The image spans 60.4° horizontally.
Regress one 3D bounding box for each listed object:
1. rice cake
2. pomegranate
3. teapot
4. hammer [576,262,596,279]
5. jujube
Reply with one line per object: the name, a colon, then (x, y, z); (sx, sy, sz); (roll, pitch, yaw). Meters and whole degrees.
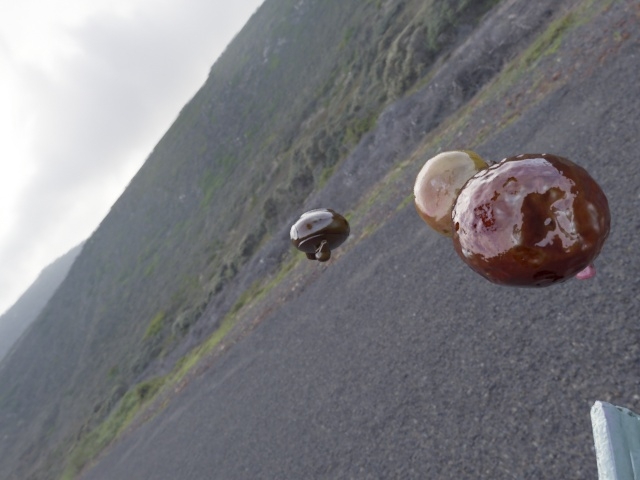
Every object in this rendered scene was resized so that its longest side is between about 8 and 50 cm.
rice cake: (0.444, 0.338, 0.784); (0.038, 0.124, 0.211); (-52, 21, 47)
pomegranate: (0.290, -0.098, 1.159); (0.191, 0.191, 0.191); (-50, 10, 12)
teapot: (0.000, 0.000, 0.912); (0.129, 0.098, 0.078); (121, 142, -68)
hammer: (0.515, 0.036, 1.089); (0.043, 0.083, 0.043); (-14, -13, -3)
jujube: (0.260, -0.028, 0.734); (0.190, 0.190, 0.255); (-51, 8, 4)
